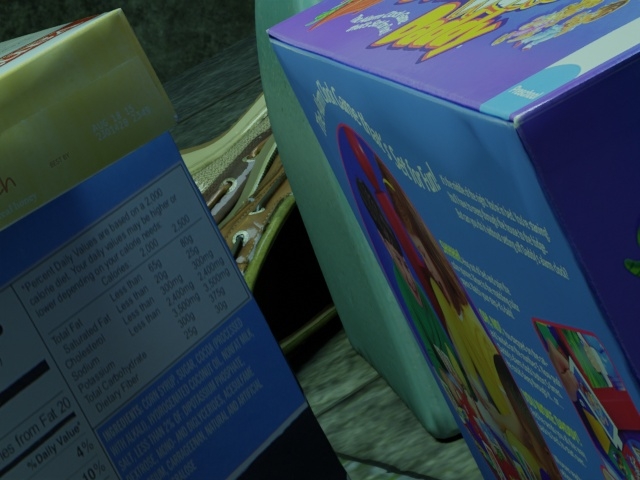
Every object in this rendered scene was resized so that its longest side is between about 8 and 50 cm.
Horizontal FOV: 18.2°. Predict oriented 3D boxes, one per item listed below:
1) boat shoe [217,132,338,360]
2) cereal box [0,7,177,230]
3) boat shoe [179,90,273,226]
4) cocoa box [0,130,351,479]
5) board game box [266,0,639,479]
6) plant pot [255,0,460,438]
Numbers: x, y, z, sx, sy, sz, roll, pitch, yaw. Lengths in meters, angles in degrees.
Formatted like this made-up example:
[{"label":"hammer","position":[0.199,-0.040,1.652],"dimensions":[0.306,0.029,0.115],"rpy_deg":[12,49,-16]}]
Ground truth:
[{"label":"boat shoe","position":[0.000,0.000,1.250],"dimensions":[0.104,0.111,0.307],"rpy_deg":[-9,31,44]},{"label":"cereal box","position":[-0.175,-0.010,0.685],"dimensions":[0.173,0.047,0.240],"rpy_deg":[-34,16,-27]},{"label":"boat shoe","position":[-0.017,-0.036,1.438],"dimensions":[0.342,0.123,0.123],"rpy_deg":[-28,41,-32]},{"label":"cocoa box","position":[-0.192,0.127,0.805],"dimensions":[0.347,0.228,0.231],"rpy_deg":[-15,17,40]},{"label":"board game box","position":[0.093,0.031,0.610],"dimensions":[0.078,0.233,0.347],"rpy_deg":[-28,13,-5]},{"label":"plant pot","position":[0.090,-0.086,1.047],"dimensions":[0.247,0.252,0.248],"rpy_deg":[-28,12,-4]}]
